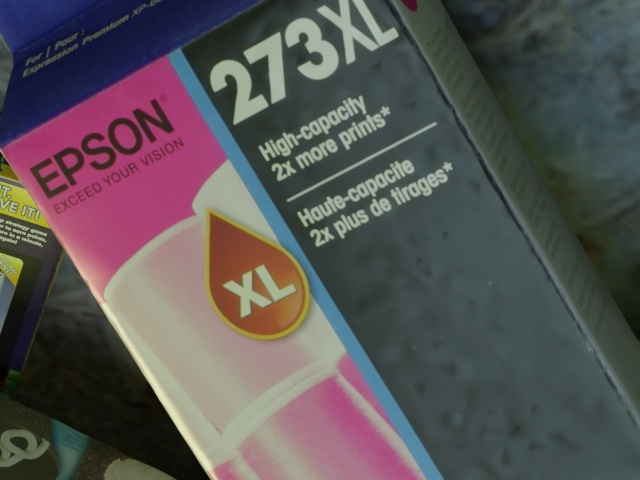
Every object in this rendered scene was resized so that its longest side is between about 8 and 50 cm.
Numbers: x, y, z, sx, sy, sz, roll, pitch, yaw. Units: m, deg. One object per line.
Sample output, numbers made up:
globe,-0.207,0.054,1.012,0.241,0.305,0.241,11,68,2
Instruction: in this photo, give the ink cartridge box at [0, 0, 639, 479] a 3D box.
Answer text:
ink cartridge box,0.000,0.000,0.751,0.176,0.069,0.371,-27,100,22

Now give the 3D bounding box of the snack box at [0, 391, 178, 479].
snack box,-0.086,0.189,0.912,0.322,0.060,0.187,26,139,-1

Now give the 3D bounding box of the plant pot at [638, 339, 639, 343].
plant pot,0.236,0.182,0.859,0.284,0.284,0.191,-14,162,17

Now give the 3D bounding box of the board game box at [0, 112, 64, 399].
board game box,-0.204,-0.006,0.855,0.170,0.048,0.141,18,127,-10
